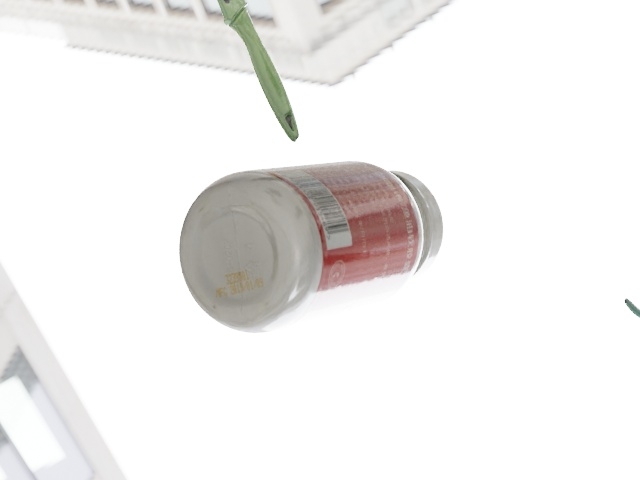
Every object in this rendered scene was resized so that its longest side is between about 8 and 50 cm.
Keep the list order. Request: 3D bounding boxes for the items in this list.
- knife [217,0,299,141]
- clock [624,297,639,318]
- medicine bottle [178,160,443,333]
[{"bbox_3d":[-0.064,-0.172,1.125,0.030,0.207,0.014,-20,175,-46],"label":"knife"},{"bbox_3d":[0.340,0.061,1.246,0.135,0.041,0.101,-6,179,40],"label":"clock"},{"bbox_3d":[0.000,0.000,1.189,0.131,0.131,0.250,6,-172,32],"label":"medicine bottle"}]
